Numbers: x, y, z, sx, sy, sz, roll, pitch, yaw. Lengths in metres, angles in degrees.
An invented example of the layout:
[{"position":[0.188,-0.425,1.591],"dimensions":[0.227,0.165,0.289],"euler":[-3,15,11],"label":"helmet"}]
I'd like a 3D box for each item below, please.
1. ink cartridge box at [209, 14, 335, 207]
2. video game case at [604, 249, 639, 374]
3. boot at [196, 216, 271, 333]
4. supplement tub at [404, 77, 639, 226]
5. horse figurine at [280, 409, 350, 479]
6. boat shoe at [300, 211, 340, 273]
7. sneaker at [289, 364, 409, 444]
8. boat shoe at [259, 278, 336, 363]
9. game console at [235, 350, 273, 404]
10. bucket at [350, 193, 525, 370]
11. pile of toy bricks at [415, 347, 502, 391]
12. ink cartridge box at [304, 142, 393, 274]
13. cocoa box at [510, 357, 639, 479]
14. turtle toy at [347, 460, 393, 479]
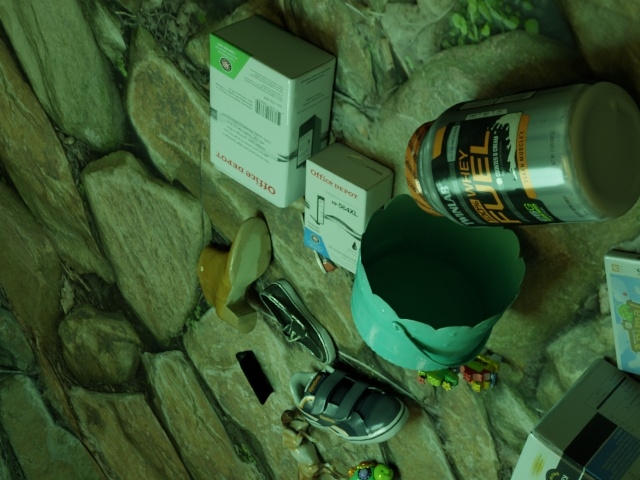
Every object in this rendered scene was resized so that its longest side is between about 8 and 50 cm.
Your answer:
[{"position":[-0.097,-0.238,1.738],"dimensions":[0.211,0.121,0.289],"euler":[34,138,27],"label":"ink cartridge box"},{"position":[0.526,0.124,1.394],"dimensions":[0.193,0.023,0.212],"euler":[11,125,44],"label":"video game case"},{"position":[-0.210,0.049,2.112],"dimensions":[0.211,0.104,0.295],"euler":[37,128,47],"label":"boot"},{"position":[0.285,-0.117,1.342],"dimensions":[0.316,0.193,0.193],"euler":[-3,114,50],"label":"supplement tub"},{"position":[-0.033,0.514,2.287],"dimensions":[0.174,0.066,0.263],"euler":[-15,105,51],"label":"horse figurine"},{"position":[0.000,0.000,1.880],"dimensions":[0.043,0.049,0.137],"euler":[-23,99,10],"label":"boat shoe"},{"position":[0.045,0.350,2.011],"dimensions":[0.321,0.126,0.127],"euler":[-4,129,51],"label":"sneaker"},{"position":[-0.054,0.191,2.060],"dimensions":[0.219,0.070,0.078],"euler":[52,144,5],"label":"boat shoe"},{"position":[-0.177,0.342,2.314],"dimensions":[0.107,0.071,0.122],"euler":[-16,104,52],"label":"game console"},{"position":[0.183,0.072,1.543],"dimensions":[0.281,0.281,0.183],"euler":[42,150,18],"label":"bucket"},{"position":[0.226,0.237,1.751],"dimensions":[0.212,0.105,0.118],"euler":[25,134,35],"label":"pile of toy bricks"},{"position":[0.049,-0.059,1.741],"dimensions":[0.148,0.086,0.203],"euler":[30,137,31],"label":"ink cartridge box"},{"position":[0.452,0.418,1.526],"dimensions":[0.228,0.231,0.347],"euler":[34,138,27],"label":"cocoa box"},{"position":[0.116,0.539,2.129],"dimensions":[0.130,0.095,0.066],"euler":[-7,91,49],"label":"turtle toy"}]
